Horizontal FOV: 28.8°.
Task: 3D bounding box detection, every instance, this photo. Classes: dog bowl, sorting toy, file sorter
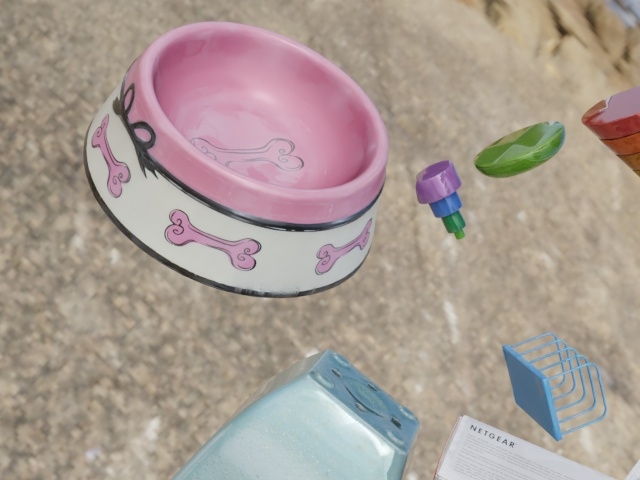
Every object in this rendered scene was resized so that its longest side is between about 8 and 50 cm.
[{"bbox_3d":[-0.091,-0.124,1.621,0.408,0.150,0.408,16,40,-14],"label":"dog bowl"},{"bbox_3d":[0.305,-0.085,1.644,0.126,0.365,0.127,63,25,-16],"label":"sorting toy"},{"bbox_3d":[0.402,0.243,2.141,0.170,0.104,0.118,-135,-154,-69],"label":"file sorter"}]

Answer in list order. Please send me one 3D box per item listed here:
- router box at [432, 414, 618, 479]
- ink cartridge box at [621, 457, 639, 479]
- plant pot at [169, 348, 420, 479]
[{"bbox_3d":[0.268,0.356,1.364,0.335,0.301,0.082,22,55,10],"label":"router box"},{"bbox_3d":[0.502,0.427,1.812,0.189,0.066,0.232,25,43,32],"label":"ink cartridge box"},{"bbox_3d":[-0.016,0.277,1.487,0.248,0.252,0.247,39,12,4],"label":"plant pot"}]
